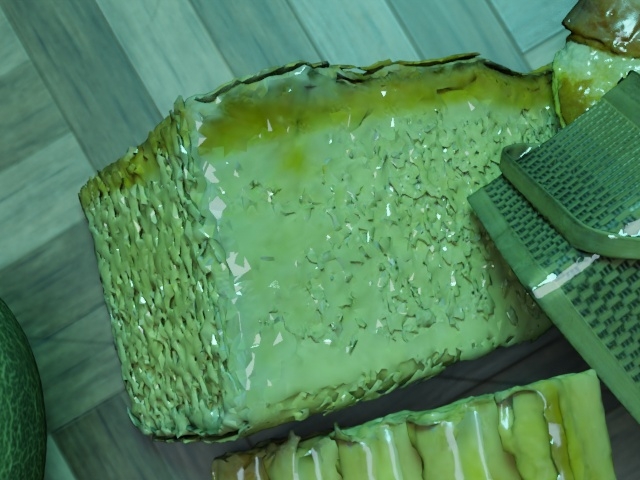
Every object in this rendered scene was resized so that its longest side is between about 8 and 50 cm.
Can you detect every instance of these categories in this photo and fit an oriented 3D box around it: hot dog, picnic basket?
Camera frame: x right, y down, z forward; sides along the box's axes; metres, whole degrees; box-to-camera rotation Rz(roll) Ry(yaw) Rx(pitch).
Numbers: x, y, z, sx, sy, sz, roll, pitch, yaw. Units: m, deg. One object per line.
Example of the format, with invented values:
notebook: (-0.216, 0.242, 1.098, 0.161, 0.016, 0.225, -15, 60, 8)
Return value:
hot dog: (0.251, -0.159, 0.870, 0.123, 0.093, 0.261, 36, 93, 22)
picnic basket: (0.233, 0.038, 0.778, 0.139, 0.165, 0.266, -38, 113, 9)

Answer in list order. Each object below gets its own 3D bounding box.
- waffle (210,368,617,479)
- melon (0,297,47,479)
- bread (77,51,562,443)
waffle: (0.058, 0.257, 0.763, 0.348, 0.077, 0.304, -19, 76, 47)
melon: (-0.314, 0.162, 0.828, 0.237, 0.237, 0.301, 8, 87, 6)
bread: (0.000, 0.000, 0.899, 0.315, 0.279, 0.248, -9, 85, -38)
